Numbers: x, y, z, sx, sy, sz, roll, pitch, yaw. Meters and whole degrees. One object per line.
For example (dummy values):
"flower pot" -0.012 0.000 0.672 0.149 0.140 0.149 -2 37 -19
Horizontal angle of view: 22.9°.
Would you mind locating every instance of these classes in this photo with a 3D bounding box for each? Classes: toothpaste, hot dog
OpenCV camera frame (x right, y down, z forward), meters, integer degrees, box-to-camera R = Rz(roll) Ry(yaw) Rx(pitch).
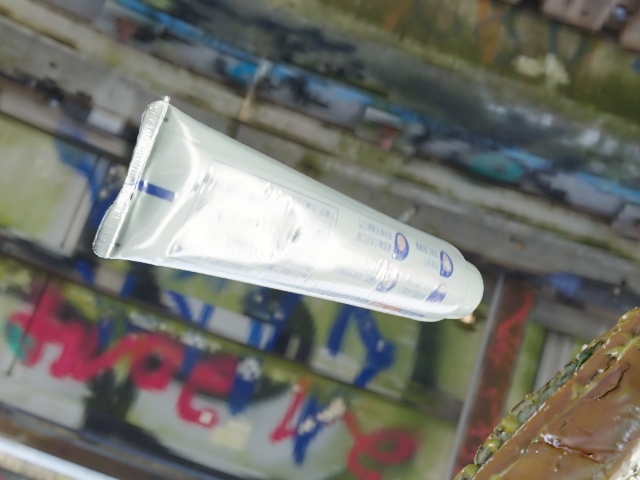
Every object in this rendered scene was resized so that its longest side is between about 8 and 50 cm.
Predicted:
"toothpaste" 0.000 0.000 0.558 0.033 0.052 0.218 25 -177 34
"hot dog" 0.117 0.121 0.786 0.072 0.269 0.115 51 158 -9
